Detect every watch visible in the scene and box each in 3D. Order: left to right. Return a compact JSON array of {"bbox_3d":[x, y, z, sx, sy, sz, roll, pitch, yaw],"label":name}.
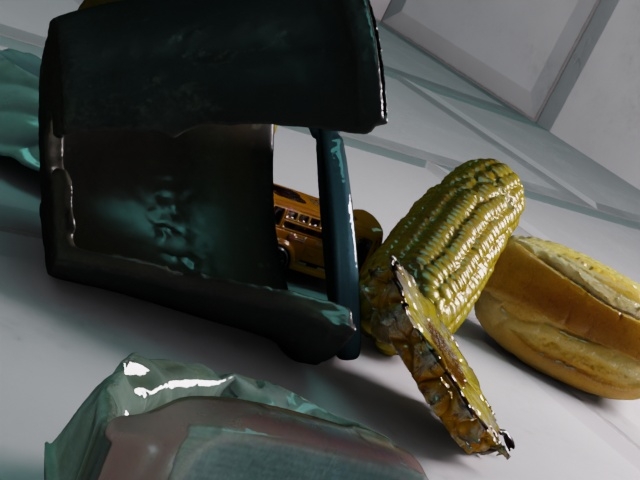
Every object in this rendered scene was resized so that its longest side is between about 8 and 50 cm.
[{"bbox_3d":[-0.049,0.149,0.925,0.253,0.162,0.241,20,9,-26],"label":"watch"}]

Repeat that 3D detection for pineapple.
[{"bbox_3d":[0.104,0.115,1.365,0.221,0.047,0.221,55,8,-12],"label":"pineapple"}]

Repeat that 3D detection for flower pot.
[{"bbox_3d":[-0.115,-0.083,1.319,0.251,0.379,0.379,-1,23,-15],"label":"flower pot"}]

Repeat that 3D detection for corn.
[{"bbox_3d":[0.132,0.014,1.613,0.120,0.120,0.363,29,33,10],"label":"corn"}]

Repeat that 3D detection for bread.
[{"bbox_3d":[0.292,0.090,1.717,0.236,0.140,0.106,26,11,6],"label":"bread"}]

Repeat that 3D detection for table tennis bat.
[{"bbox_3d":[0.009,-0.049,1.439,0.044,0.329,0.215,-7,-10,-2],"label":"table tennis bat"}]

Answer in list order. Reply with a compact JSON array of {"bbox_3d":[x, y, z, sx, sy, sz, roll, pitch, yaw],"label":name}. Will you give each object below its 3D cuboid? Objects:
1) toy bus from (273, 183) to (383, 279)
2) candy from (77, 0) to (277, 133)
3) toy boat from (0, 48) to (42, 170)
[{"bbox_3d":[0.000,0.000,1.625,0.194,0.088,0.083,18,16,-30],"label":"toy bus"},{"bbox_3d":[-0.161,-0.164,1.597,0.260,0.260,0.118,33,36,25],"label":"candy"},{"bbox_3d":[-0.287,-0.125,1.547,0.290,0.100,0.199,31,14,23],"label":"toy boat"}]
